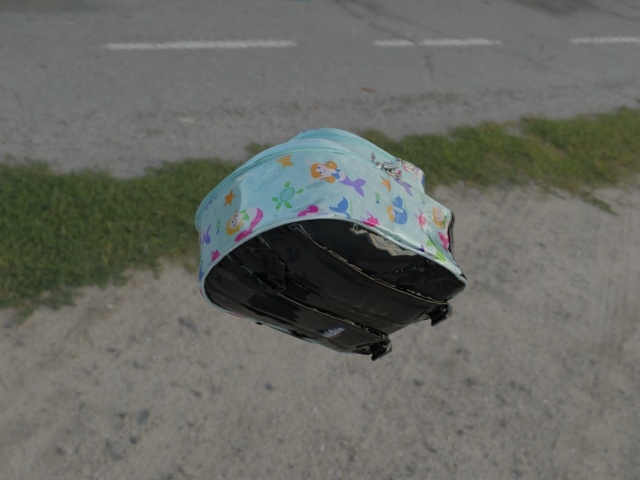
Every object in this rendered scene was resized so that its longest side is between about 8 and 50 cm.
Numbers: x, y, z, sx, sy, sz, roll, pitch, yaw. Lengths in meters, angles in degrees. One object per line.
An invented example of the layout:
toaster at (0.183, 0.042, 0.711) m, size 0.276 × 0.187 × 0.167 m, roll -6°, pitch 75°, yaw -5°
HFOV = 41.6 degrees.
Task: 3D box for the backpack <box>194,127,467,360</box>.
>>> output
backpack at (0.000, 0.000, 0.881) m, size 0.253 × 0.225 × 0.191 m, roll 18°, pitch 50°, yaw -39°
